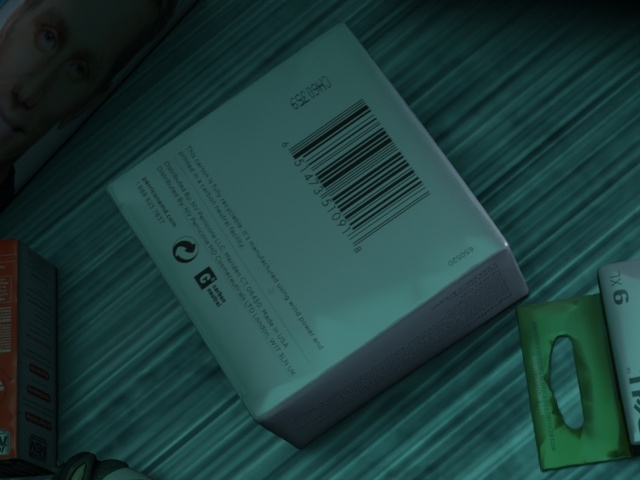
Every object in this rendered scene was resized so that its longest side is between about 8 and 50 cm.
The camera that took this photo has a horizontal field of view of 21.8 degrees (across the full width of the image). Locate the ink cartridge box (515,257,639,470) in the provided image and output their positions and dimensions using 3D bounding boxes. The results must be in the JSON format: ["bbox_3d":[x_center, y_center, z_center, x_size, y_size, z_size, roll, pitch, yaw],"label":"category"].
[{"bbox_3d":[0.222,0.064,0.977,0.209,0.062,0.109,-11,73,10],"label":"ink cartridge box"}]

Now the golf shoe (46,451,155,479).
[{"bbox_3d":[-0.144,0.232,1.006,0.094,0.077,0.198,18,86,8],"label":"golf shoe"}]

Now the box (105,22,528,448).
[{"bbox_3d":[0.000,0.000,1.016,0.182,0.119,0.181,-35,70,2],"label":"box"}]

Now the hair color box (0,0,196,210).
[{"bbox_3d":[-0.244,-0.101,1.073,0.105,0.174,0.347,41,87,19],"label":"hair color box"}]

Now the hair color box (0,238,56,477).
[{"bbox_3d":[-0.200,0.077,1.065,0.043,0.072,0.141,-7,72,10],"label":"hair color box"}]
